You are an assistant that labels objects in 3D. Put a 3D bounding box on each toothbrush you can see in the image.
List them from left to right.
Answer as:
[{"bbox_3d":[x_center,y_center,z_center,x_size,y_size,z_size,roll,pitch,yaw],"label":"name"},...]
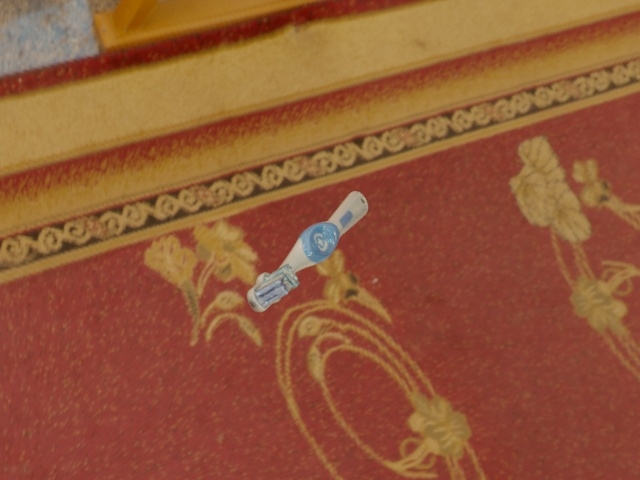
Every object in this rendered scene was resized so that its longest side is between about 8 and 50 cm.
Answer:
[{"bbox_3d":[-0.004,0.002,1.017,0.040,0.040,0.386,45,19,0],"label":"toothbrush"}]
